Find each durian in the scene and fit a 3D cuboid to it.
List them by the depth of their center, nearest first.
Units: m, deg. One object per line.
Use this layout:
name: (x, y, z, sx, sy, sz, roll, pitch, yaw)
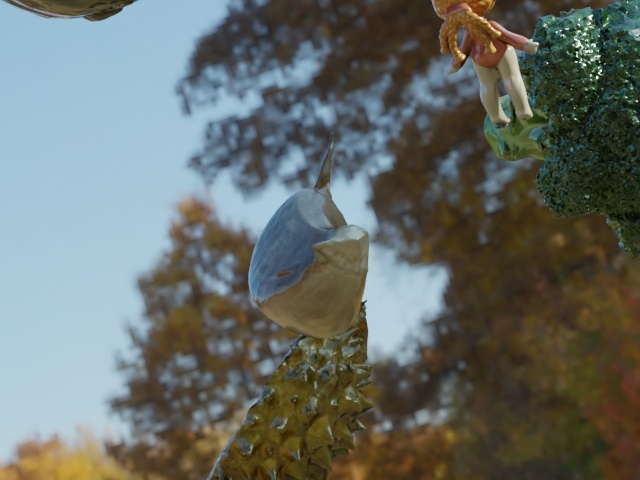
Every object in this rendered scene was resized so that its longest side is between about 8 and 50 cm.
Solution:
durian: (-0.036, 0.222, 1.848, 0.341, 0.112, 0.191, -58, -3, 8)

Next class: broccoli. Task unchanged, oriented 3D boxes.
broccoli: (0.269, -0.124, 1.809, 0.254, 0.269, 0.269, -58, 7, -26)

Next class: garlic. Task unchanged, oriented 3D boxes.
garlic: (-0.004, 0.003, 1.536, 0.090, 0.198, 0.128, 21, -66, -11)

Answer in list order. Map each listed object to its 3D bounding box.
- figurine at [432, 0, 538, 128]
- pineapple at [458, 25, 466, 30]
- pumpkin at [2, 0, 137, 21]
figurine: (0.099, -0.118, 1.093, 0.064, 0.109, 0.047, -14, 20, 28)
pineapple: (0.158, -0.287, 2.119, 0.045, 0.083, 0.019, 3, 9, 1)
pumpkin: (-0.175, -0.281, 1.095, 0.207, 0.300, 0.300, -35, -5, -19)
